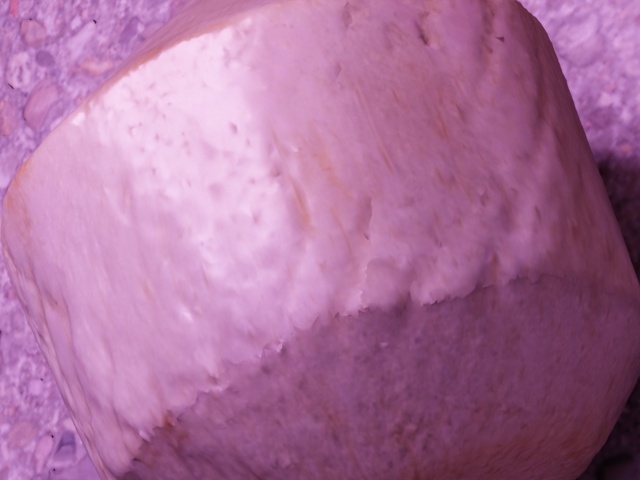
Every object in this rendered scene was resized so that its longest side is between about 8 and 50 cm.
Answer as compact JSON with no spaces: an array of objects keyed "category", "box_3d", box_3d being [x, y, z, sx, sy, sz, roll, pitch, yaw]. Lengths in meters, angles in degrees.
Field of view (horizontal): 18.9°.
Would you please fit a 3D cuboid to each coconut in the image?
[{"category":"coconut","box_3d":[0.000,0.000,0.939,0.329,0.329,0.329,-15,65,36]}]
